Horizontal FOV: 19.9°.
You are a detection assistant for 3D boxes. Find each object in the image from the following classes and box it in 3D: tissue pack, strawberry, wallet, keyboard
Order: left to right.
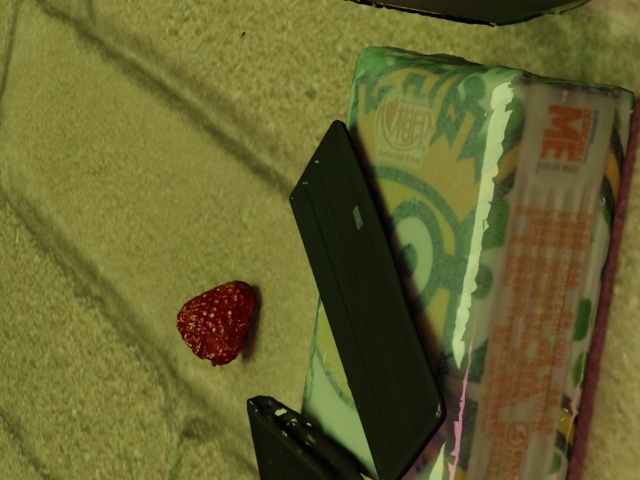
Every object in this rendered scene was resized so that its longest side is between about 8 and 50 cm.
[{"bbox_3d":[-0.097,0.073,1.722,0.083,0.073,0.073,-59,36,18],"label":"strawberry"},{"bbox_3d":[0.011,0.000,1.309,0.103,0.041,0.381,-58,43,40],"label":"keyboard"},{"bbox_3d":[0.016,0.278,1.385,0.170,0.044,0.321,41,145,54],"label":"wallet"},{"bbox_3d":[0.097,0.026,1.308,0.228,0.128,0.310,22,104,60],"label":"tissue pack"}]

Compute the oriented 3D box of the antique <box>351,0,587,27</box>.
[{"bbox_3d":[0.108,-0.240,1.304,0.148,0.147,0.151,-7,80,59],"label":"antique"}]
